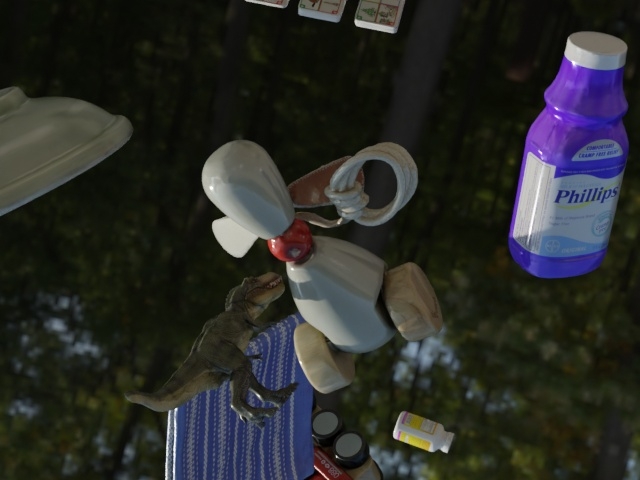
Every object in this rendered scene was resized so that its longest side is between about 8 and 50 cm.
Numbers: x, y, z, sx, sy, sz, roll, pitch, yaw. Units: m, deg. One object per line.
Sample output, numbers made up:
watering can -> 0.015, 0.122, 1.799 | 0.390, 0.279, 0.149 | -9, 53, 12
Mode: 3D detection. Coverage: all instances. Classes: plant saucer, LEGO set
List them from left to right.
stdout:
plant saucer -> -0.404, -0.082, 1.589 | 0.400, 0.100, 0.400 | -21, -165, 6
LEGO set -> 0.019, -0.332, 1.759 | 0.182, 0.060, 0.244 | 11, -132, 3

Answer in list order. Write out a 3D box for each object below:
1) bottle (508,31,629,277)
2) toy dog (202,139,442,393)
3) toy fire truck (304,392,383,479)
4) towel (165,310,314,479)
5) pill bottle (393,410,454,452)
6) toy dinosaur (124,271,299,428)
bottle -> 0.291, -0.096, 1.671 | 0.118, 0.282, 0.092 | -7, -148, -24
toy dog -> 0.000, 0.000, 1.531 | 0.220, 0.333, 0.161 | -12, -141, 2
toy fire truck -> -0.047, 0.395, 2.386 | 0.217, 0.246, 0.158 | 39, 163, 38
towel -> -0.088, 0.241, 1.784 | 0.040, 0.243, 0.336 | 11, -160, 24
pill bottle -> 0.151, 0.282, 2.138 | 0.083, 0.043, 0.043 | 19, -168, 11
toy dinosaur -> -0.085, 0.128, 1.430 | 0.118, 0.064, 0.268 | 40, -146, 3
